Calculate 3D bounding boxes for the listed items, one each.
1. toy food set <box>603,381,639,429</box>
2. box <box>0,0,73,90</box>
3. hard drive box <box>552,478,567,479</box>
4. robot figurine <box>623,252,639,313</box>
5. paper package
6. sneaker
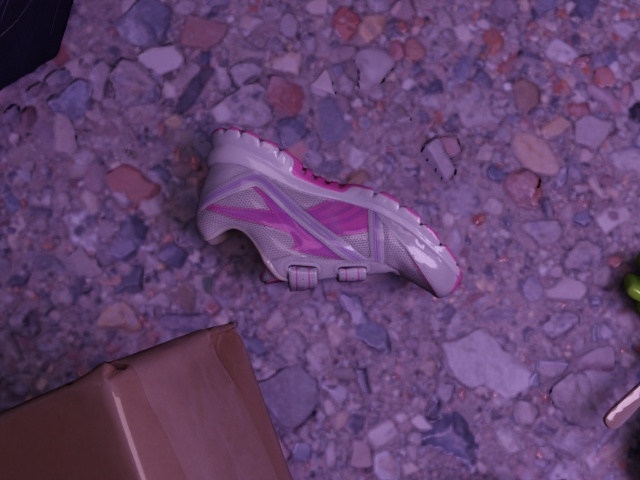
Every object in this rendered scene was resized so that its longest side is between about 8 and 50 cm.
[{"bbox_3d":[0.347,0.187,1.015,0.132,0.038,0.192,-44,101,-6],"label":"toy food set"},{"bbox_3d":[-0.318,-0.338,0.764,0.297,0.472,0.480,22,111,1],"label":"box"},{"bbox_3d":[0.147,0.333,0.942,0.181,0.089,0.232,-11,82,-34],"label":"hard drive box"},{"bbox_3d":[0.333,0.053,1.044,0.115,0.067,0.101,28,108,0],"label":"robot figurine"},{"bbox_3d":[-0.159,0.270,0.859,0.309,0.168,0.325,-25,82,30],"label":"paper package"},{"bbox_3d":[0.000,0.000,1.017,0.252,0.103,0.111,24,84,6],"label":"sneaker"}]
